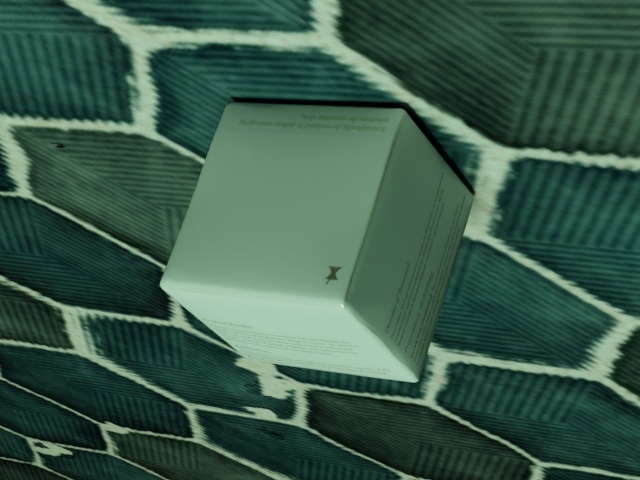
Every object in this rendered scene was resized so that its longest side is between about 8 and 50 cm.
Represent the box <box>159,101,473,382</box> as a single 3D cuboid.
[{"bbox_3d":[0.000,0.000,0.788,0.101,0.102,0.087,5,157,32],"label":"box"}]
